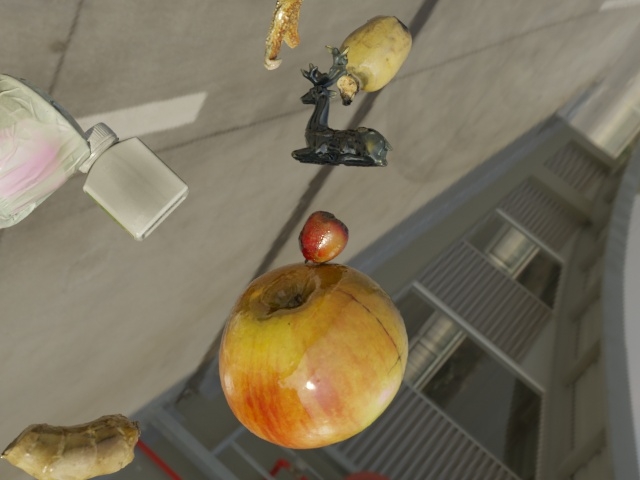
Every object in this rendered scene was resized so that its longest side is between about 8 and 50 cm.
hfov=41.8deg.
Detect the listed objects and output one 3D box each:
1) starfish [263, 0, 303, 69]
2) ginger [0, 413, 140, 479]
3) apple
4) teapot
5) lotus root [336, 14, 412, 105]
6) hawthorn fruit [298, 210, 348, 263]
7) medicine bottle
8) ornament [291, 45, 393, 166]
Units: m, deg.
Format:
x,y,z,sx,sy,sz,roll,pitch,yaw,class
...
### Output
x,y,z,sx,sy,sz,roll,pitch,yaw,class
-0.036,-0.341,1.082,0.227,0.043,0.240,104,-4,-77,starfish
-0.336,0.286,1.152,0.190,0.095,0.068,-7,134,-25,ginger
-0.012,0.162,1.237,0.286,0.286,0.233,-44,128,-28,apple
-0.439,-0.118,1.177,0.178,0.163,0.222,-50,-165,-17,teapot
0.101,-0.378,1.743,0.221,0.125,0.118,-48,137,-9,lotus root
0.003,-0.005,1.219,0.077,0.077,0.077,-47,168,-13,hawthorn fruit
-0.336,-0.108,1.443,0.132,0.188,0.088,-46,-178,-9,medicine bottle
0.048,-0.266,1.642,0.080,0.202,0.236,5,89,-73,ornament
